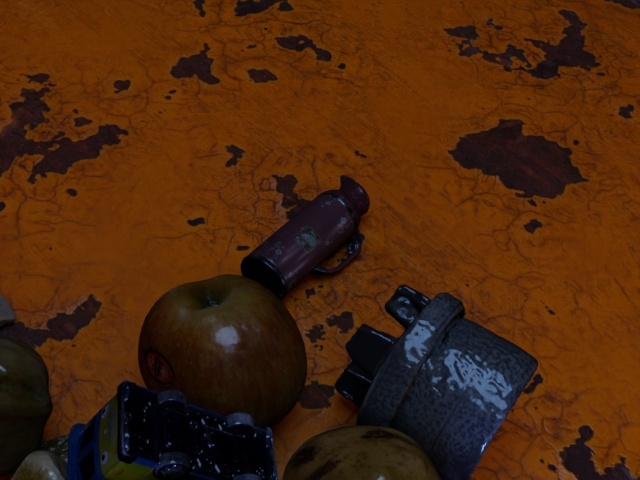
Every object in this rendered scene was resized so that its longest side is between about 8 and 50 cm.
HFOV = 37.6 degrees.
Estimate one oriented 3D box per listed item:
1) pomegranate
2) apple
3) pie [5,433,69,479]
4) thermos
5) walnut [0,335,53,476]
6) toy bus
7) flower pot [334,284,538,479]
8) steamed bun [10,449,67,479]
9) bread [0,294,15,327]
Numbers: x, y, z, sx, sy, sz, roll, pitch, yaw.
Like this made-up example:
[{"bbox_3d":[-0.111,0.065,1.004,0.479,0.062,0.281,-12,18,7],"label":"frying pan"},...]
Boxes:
[{"bbox_3d":[0.066,0.410,1.406,0.281,0.281,0.281,3,47,-4],"label":"pomegranate"},{"bbox_3d":[-0.166,0.182,1.601,0.309,0.250,0.277,26,51,20],"label":"apple"},{"bbox_3d":[-0.452,0.369,1.541,0.170,0.034,0.092,-32,49,-21],"label":"pie"},{"bbox_3d":[-0.001,-0.007,1.887,0.136,0.109,0.330,32,52,21],"label":"thermos"},{"bbox_3d":[-0.564,0.261,1.483,0.283,0.283,0.227,0,76,-7],"label":"walnut"},{"bbox_3d":[-0.219,0.336,1.423,0.287,0.175,0.138,27,36,-34],"label":"toy bus"},{"bbox_3d":[0.186,0.237,1.595,0.283,0.299,0.299,31,51,13],"label":"flower pot"},{"bbox_3d":[-0.425,0.423,1.425,0.155,0.172,0.141,-39,55,-14],"label":"steamed bun"},{"bbox_3d":[-0.652,0.157,1.719,0.152,0.105,0.077,5,37,-48],"label":"bread"}]
